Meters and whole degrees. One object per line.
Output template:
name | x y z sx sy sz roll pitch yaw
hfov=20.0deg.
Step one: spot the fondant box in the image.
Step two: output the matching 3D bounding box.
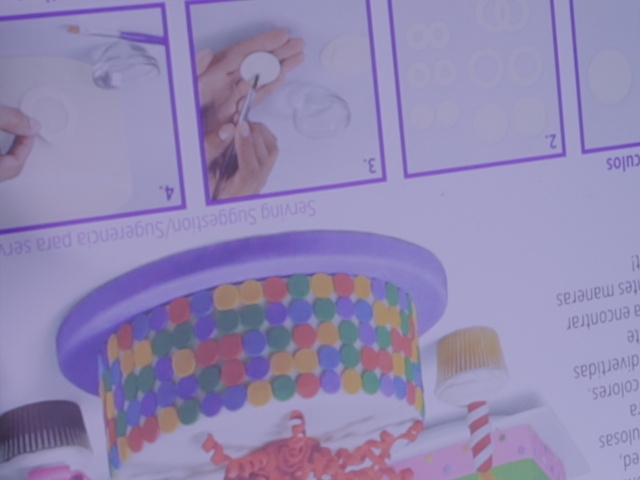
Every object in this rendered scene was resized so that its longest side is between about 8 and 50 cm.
fondant box | 0.000 0.000 0.511 0.238 0.096 0.330 -9 96 -26
